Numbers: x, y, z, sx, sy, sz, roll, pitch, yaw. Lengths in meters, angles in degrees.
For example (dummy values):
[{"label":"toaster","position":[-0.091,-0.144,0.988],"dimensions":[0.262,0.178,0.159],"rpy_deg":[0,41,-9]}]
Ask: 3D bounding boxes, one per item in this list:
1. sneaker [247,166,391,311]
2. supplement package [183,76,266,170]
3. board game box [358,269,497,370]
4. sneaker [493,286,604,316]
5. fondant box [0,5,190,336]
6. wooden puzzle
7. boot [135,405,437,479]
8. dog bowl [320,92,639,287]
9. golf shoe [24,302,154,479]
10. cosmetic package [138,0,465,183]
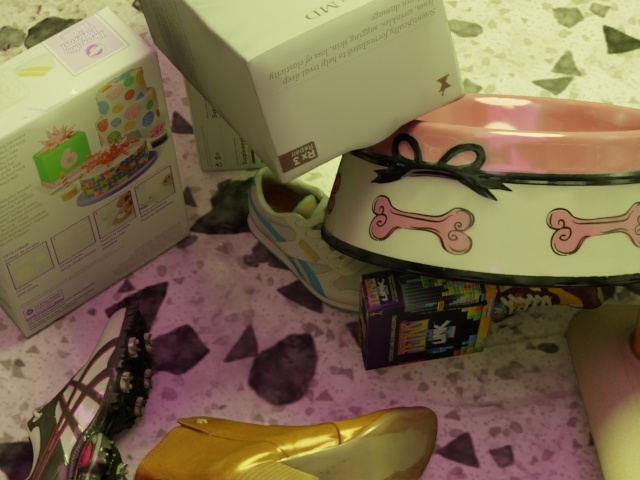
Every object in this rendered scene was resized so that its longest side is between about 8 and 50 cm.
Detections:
[{"label":"sneaker","position":[0.000,0.000,1.692],"dimensions":[0.229,0.092,0.087],"rpy_deg":[35,61,23]},{"label":"supplement package","position":[-0.091,-0.253,1.808],"dimensions":[0.145,0.204,0.261],"rpy_deg":[-4,55,0]},{"label":"board game box","position":[0.114,0.082,1.578],"dimensions":[0.141,0.170,0.048],"rpy_deg":[-10,64,-4]},{"label":"sneaker","position":[0.232,0.059,1.650],"dimensions":[0.185,0.069,0.084],"rpy_deg":[18,63,35]},{"label":"fondant box","position":[-0.284,-0.069,1.608],"dimensions":[0.238,0.330,0.096],"rpy_deg":[-33,60,-20]},{"label":"wooden puzzle","position":[0.455,0.149,1.511],"dimensions":[0.348,0.080,0.322],"rpy_deg":[-4,34,1]},{"label":"boot","position":[-0.032,0.216,1.511],"dimensions":[0.211,0.104,0.295],"rpy_deg":[13,19,36]},{"label":"dog bowl","position":[0.206,-0.068,1.554],"dimensions":[0.408,0.150,0.408],"rpy_deg":[2,12,0]},{"label":"golf shoe","position":[-0.258,0.182,1.569],"dimensions":[0.120,0.105,0.272],"rpy_deg":[3,54,13]},{"label":"cosmetic package","position":[-0.041,-0.238,1.506],"dimensions":[0.217,0.156,0.385],"rpy_deg":[-28,37,-14]}]
